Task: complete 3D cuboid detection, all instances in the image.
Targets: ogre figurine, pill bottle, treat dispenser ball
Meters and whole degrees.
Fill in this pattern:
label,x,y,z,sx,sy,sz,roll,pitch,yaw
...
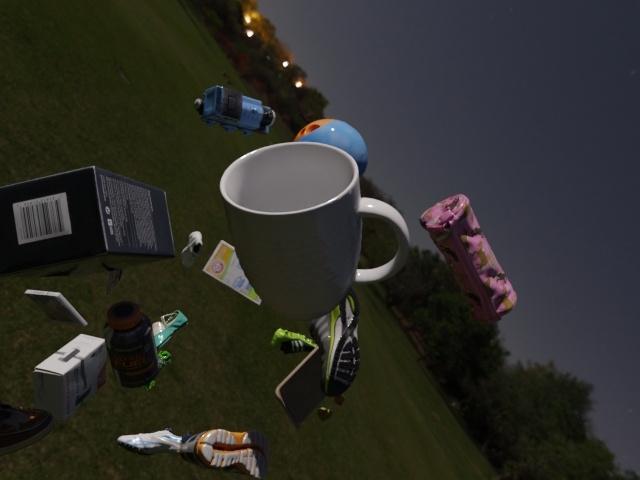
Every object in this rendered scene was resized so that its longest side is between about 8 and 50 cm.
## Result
label,x,y,z,sx,sy,sz,roll,pitch,yaw
ogre figurine,-0.588,0.442,1.911,0.097,0.197,0.118,64,36,-31
pill bottle,-0.529,0.285,1.579,0.130,0.130,0.245,-121,-154,-49
treat dispenser ball,0.030,-0.301,2.085,0.288,0.288,0.288,57,1,-2

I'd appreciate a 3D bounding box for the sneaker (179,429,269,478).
label,x,y,z,sx,sy,sz,roll,pitch,yaw
sneaker,-0.170,0.394,1.057,0.215,0.083,0.084,41,43,-46

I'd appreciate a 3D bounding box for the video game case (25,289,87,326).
label,x,y,z,sx,sy,sz,roll,pitch,yaw
video game case,-1.062,0.275,2.280,0.201,0.183,0.023,69,33,-41

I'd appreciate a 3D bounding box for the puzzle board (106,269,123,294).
label,x,y,z,sx,sy,sz,roll,pitch,yaw
puzzle board,-0.652,0.104,1.819,0.011,0.128,0.096,23,37,-4

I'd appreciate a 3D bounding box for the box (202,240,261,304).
label,x,y,z,sx,sy,sz,roll,pitch,yaw
box,-0.248,0.100,1.742,0.203,0.114,0.103,33,-9,-6

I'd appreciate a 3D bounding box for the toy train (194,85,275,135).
label,x,y,z,sx,sy,sz,roll,pitch,yaw
toy train,-0.184,-0.283,1.255,0.184,0.080,0.105,8,-3,-40

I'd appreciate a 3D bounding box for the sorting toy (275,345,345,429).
label,x,y,z,sx,sy,sz,roll,pitch,yaw
sorting toy,-0.021,0.455,1.720,0.041,0.229,0.307,23,-32,37

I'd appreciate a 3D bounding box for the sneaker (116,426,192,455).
label,x,y,z,sx,sy,sz,roll,pitch,yaw
sneaker,-0.528,0.643,1.819,0.085,0.237,0.086,108,-14,-55

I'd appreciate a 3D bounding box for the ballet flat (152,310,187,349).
label,x,y,z,sx,sy,sz,roll,pitch,yaw
ballet flat,-0.604,0.342,2.189,0.087,0.083,0.247,57,24,-7

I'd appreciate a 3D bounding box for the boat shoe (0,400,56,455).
label,x,y,z,sx,sy,sz,roll,pitch,yaw
boat shoe,-0.834,0.445,1.391,0.123,0.342,0.123,-84,169,-69

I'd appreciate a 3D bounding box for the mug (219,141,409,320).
label,x,y,z,sx,sy,sz,roll,pitch,yaw
mug,0.000,0.000,1.200,0.276,0.374,0.328,-76,164,-51

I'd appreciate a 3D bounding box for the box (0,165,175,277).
label,x,y,z,sx,sy,sz,roll,pitch,yaw
box,-0.603,-0.032,1.475,0.395,0.293,0.212,16,63,-81

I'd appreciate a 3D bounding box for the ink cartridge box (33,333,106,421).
label,x,y,z,sx,sy,sz,roll,pitch,yaw
ink cartridge box,-0.903,0.494,2.060,0.273,0.114,0.197,-53,152,-70

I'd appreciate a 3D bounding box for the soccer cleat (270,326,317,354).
label,x,y,z,sx,sy,sz,roll,pitch,yaw
soccer cleat,-0.081,0.325,1.768,0.179,0.072,0.060,28,6,-39

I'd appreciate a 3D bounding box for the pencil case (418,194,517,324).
label,x,y,z,sx,sy,sz,roll,pitch,yaw
pencil case,0.439,0.058,1.667,0.386,0.167,0.160,58,-24,-17

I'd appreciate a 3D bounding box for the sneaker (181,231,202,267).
label,x,y,z,sx,sy,sz,roll,pitch,yaw
sneaker,-0.454,0.043,1.999,0.054,0.152,0.061,4,38,-30

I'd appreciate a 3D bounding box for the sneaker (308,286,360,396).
label,x,y,z,sx,sy,sz,roll,pitch,yaw
sneaker,0.031,0.266,1.506,0.111,0.121,0.300,32,53,-39
